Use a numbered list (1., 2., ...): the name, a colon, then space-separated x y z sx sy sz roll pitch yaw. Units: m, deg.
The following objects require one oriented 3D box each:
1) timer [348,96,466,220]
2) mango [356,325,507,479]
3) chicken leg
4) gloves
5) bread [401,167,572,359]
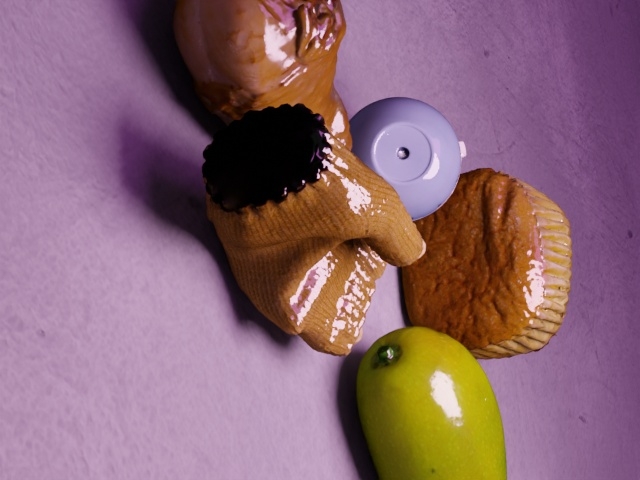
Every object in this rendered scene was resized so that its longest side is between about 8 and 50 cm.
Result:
1. timer: 0.117 -0.102 1.621 0.255 0.175 0.175 -2 79 -68
2. mango: 0.151 0.265 1.546 0.192 0.156 0.343 -37 114 -50
3. chicken leg: -0.033 -0.189 1.436 0.295 0.182 0.409 -95 164 -50
4. gloves: -0.008 -0.015 1.337 0.155 0.203 0.356 63 1 40
5. bread: 0.228 0.033 1.714 0.142 0.227 0.253 16 71 -55
